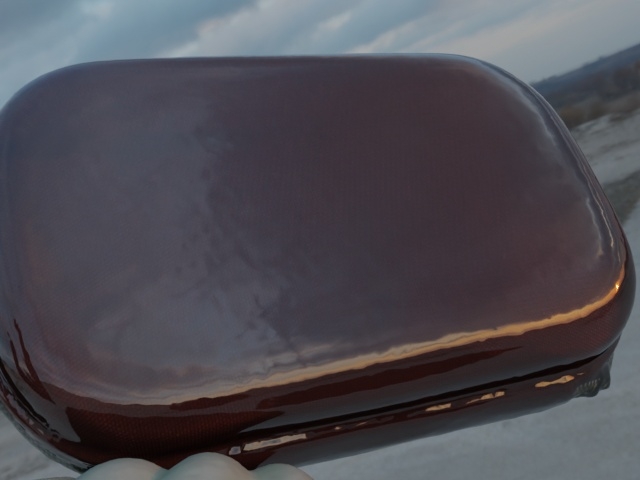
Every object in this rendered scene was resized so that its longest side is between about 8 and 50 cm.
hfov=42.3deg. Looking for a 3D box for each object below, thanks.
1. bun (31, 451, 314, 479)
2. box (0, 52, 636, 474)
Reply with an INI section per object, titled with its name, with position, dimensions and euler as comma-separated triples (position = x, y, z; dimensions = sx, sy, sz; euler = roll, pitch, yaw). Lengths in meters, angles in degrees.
[bun]
position = -0.073, 0.185, 0.372
dimensions = 0.263, 0.263, 0.175
euler = -22, 26, 2
[box]
position = 0.000, 0.000, 0.506
dimensions = 0.404, 0.263, 0.108
euler = -5, -29, -24
